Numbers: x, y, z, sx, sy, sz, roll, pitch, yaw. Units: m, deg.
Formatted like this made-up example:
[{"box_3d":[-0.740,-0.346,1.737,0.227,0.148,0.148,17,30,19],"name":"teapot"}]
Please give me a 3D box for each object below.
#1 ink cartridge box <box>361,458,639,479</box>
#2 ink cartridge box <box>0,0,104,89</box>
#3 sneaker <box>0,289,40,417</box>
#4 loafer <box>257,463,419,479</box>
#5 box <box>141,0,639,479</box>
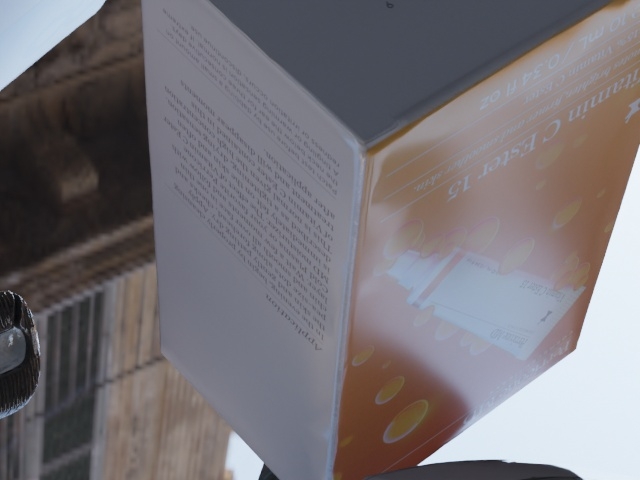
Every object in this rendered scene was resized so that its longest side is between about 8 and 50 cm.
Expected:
[{"box_3d":[0.101,0.159,0.517,0.092,0.158,0.218,0,179,-28],"name":"ink cartridge box"},{"box_3d":[-0.222,-0.143,0.978,0.091,0.308,0.385,43,-126,-5],"name":"ink cartridge box"},{"box_3d":[-0.485,0.148,1.566,0.257,0.169,0.447,-6,-177,22],"name":"sneaker"},{"box_3d":[0.071,0.221,1.296,0.267,0.096,0.084,21,-157,-12],"name":"loafer"},{"box_3d":[0.039,-0.035,0.897,0.215,0.345,0.168,-32,-119,-24],"name":"box"}]
